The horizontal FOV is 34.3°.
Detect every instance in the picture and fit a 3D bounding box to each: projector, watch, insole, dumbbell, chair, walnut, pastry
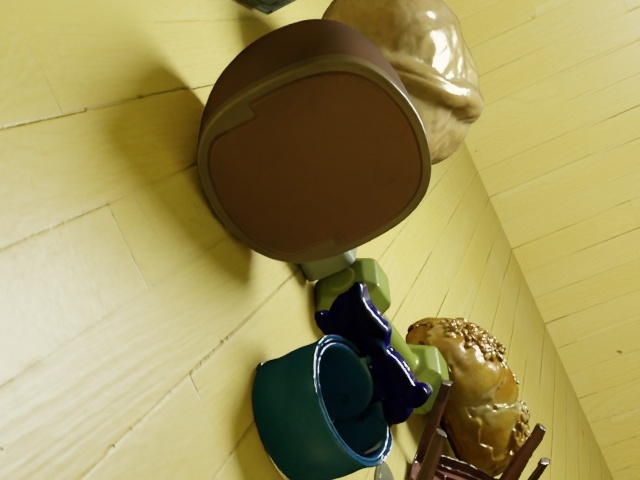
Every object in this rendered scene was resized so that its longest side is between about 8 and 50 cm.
[{"bbox_3d":[0.000,0.000,1.556,0.082,0.083,0.083,59,18,-24],"label":"projector"},{"bbox_3d":[0.012,0.190,1.264,0.196,0.171,0.200,56,28,4],"label":"watch"},{"bbox_3d":[0.094,0.391,1.467,0.063,0.010,0.192,57,21,-27],"label":"insole"},{"bbox_3d":[0.101,0.153,1.624,0.302,0.121,0.108,53,50,-36],"label":"dumbbell"},{"bbox_3d":[0.218,0.418,1.633,0.175,0.183,0.327,-66,175,-68],"label":"chair"},{"bbox_3d":[0.117,-0.281,1.847,0.381,0.381,0.381,55,21,-33],"label":"walnut"},{"bbox_3d":[0.273,0.265,1.844,0.311,0.161,0.255,64,0,-8],"label":"pastry"}]

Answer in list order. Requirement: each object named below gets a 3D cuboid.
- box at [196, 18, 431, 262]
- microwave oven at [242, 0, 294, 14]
[{"bbox_3d":[-0.016,-0.145,1.383,0.301,0.301,0.216,56,12,-32],"label":"box"},{"bbox_3d":[-0.100,-0.502,1.823,0.162,0.122,0.208,68,17,5],"label":"microwave oven"}]
